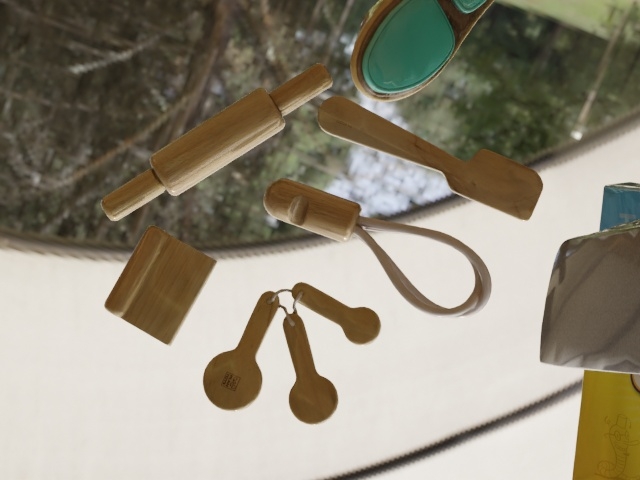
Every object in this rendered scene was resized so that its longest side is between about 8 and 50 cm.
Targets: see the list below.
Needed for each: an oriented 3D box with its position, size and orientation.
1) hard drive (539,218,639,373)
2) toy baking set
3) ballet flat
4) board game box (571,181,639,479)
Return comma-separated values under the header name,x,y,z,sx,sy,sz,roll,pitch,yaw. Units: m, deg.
name,x,y,z,sx,sy,sz,roll,pitch,yaw
hard drive,0.195,0.000,0.397,0.172,0.054,0.254,-15,-178,-24
toy baking set,-0.005,-0.005,0.772,0.197,0.256,0.030,53,179,9
ballet flat,0.088,-0.190,1.060,0.073,0.232,0.080,5,132,52
board game box,0.310,0.128,0.919,0.242,0.317,0.064,9,-172,32
